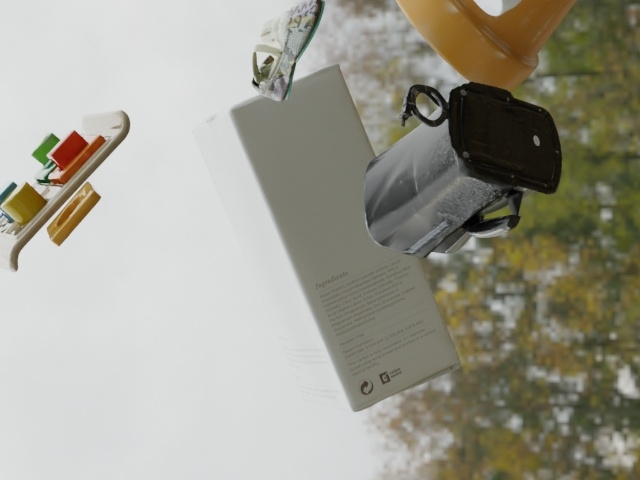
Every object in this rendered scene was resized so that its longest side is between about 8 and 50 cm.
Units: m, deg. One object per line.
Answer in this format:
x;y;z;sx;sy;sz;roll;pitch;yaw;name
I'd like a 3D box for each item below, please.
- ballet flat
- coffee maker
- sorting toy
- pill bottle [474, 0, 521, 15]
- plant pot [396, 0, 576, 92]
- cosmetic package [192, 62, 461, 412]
-0.029;-0.143;1.081;0.114;0.041;0.041;118;170;-56;ballet flat
0.114;-0.072;1.393;0.171;0.178;0.120;34;-127;-13;coffee maker
-0.287;-0.061;1.507;0.047;0.348;0.196;41;-103;-19;sorting toy
0.206;-0.267;1.225;0.103;0.184;0.103;55;170;14;pill bottle
0.215;-0.303;1.687;0.205;0.188;0.205;39;-156;-21;plant pot
0.000;0.000;1.756;0.385;0.156;0.217;69;163;-6;cosmetic package
